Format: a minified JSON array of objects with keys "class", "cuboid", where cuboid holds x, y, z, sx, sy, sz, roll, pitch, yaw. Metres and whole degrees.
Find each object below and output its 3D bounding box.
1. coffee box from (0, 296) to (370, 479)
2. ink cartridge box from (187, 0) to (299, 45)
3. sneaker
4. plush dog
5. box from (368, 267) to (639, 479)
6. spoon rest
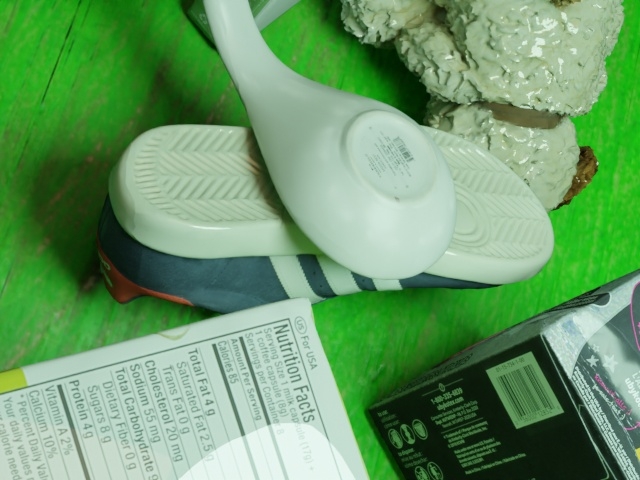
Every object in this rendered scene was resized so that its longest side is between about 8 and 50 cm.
[{"class":"coffee box","cuboid":[-0.155,0.263,0.858,0.334,0.337,0.338,-14,79,-28]},{"class":"ink cartridge box","cuboid":[0.009,-0.243,1.156,0.171,0.235,0.056,-41,92,-30]},{"class":"sneaker","cuboid":[0.000,0.000,1.123,0.350,0.148,0.131,6,52,-22]},{"class":"plush dog","cuboid":[0.154,-0.117,1.221,0.262,0.210,0.225,2,103,-23]},{"class":"box","cuboid":[0.176,0.134,1.101,0.142,0.247,0.163,-26,85,-32]},{"class":"spoon rest","cuboid":[-0.002,-0.095,1.055,0.137,0.084,0.276,-25,82,-37]}]
